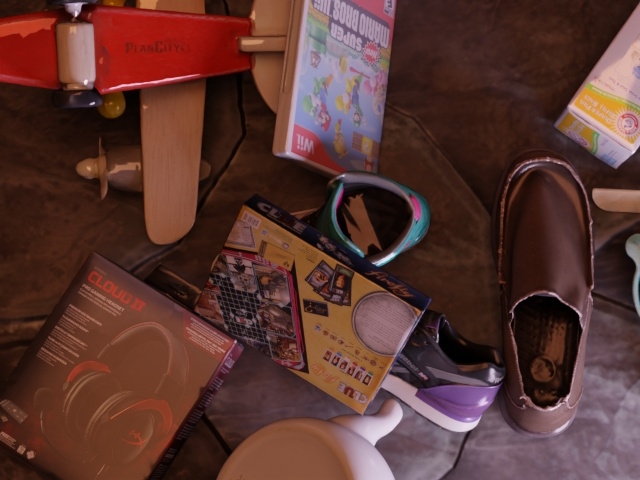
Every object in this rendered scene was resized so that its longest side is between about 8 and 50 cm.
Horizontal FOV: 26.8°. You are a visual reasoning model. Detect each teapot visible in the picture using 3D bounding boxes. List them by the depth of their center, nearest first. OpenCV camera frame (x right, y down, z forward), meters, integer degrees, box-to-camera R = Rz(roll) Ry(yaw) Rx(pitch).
[{"bbox_3d":[0.001,0.342,1.604,0.256,0.187,0.253,-33,58,20],"label":"teapot"}]

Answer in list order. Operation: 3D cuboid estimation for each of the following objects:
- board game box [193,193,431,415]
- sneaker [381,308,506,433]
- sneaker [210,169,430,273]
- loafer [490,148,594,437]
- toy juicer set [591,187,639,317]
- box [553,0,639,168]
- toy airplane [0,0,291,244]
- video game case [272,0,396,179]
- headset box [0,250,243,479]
[{"bbox_3d":[-0.013,0.076,1.587,0.243,0.042,0.165,31,117,7],"label":"board game box"},{"bbox_3d":[0.094,0.116,1.650,0.283,0.124,0.107,26,38,-1],"label":"sneaker"},{"bbox_3d":[0.000,0.000,1.655,0.295,0.178,0.124,-21,81,-2],"label":"sneaker"},{"bbox_3d":[0.288,0.059,1.665,0.133,0.130,0.366,-2,80,1],"label":"loafer"},{"bbox_3d":[0.492,0.052,1.681,0.209,0.089,0.329,-17,78,1],"label":"toy juicer set"},{"bbox_3d":[0.402,-0.208,1.716,0.103,0.114,0.203,35,83,5],"label":"box"},{"bbox_3d":[-0.210,-0.248,1.685,0.384,0.272,0.386,45,72,-30],"label":"toy airplane"},{"bbox_3d":[0.023,-0.222,1.692,0.025,0.204,0.285,1,79,35],"label":"video game case"},{"bbox_3d":[-0.249,0.170,1.665,0.218,0.110,0.293,32,82,6],"label":"headset box"}]
